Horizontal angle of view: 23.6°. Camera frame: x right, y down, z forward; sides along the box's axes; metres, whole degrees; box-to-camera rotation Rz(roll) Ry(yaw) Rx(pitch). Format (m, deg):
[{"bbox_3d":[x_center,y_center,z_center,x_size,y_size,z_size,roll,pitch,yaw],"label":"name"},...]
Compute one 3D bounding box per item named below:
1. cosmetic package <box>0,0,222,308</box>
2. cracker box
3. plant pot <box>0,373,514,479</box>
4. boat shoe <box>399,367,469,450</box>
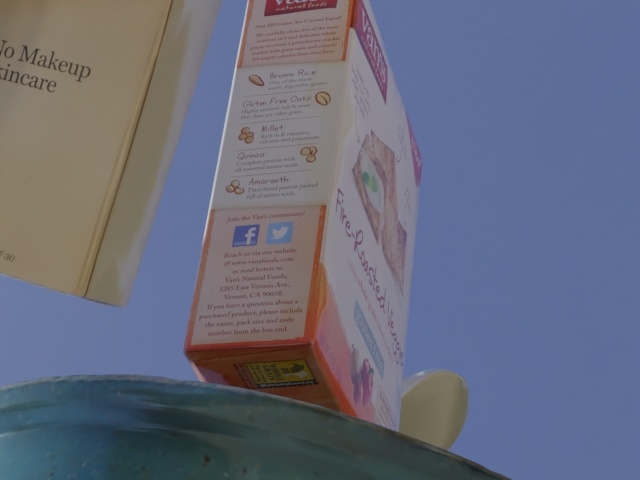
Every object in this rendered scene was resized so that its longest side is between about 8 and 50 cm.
[{"bbox_3d":[-0.201,-0.114,1.267,0.113,0.160,0.309,27,-102,-73],"label":"cosmetic package"},{"bbox_3d":[0.000,0.000,0.787,0.155,0.067,0.232,66,-155,-50],"label":"cracker box"},{"bbox_3d":[-0.049,0.276,0.490,0.341,0.341,0.334,48,-133,-30],"label":"plant pot"},{"bbox_3d":[0.038,0.156,1.293,0.227,0.081,0.079,-17,-70,-47],"label":"boat shoe"}]
